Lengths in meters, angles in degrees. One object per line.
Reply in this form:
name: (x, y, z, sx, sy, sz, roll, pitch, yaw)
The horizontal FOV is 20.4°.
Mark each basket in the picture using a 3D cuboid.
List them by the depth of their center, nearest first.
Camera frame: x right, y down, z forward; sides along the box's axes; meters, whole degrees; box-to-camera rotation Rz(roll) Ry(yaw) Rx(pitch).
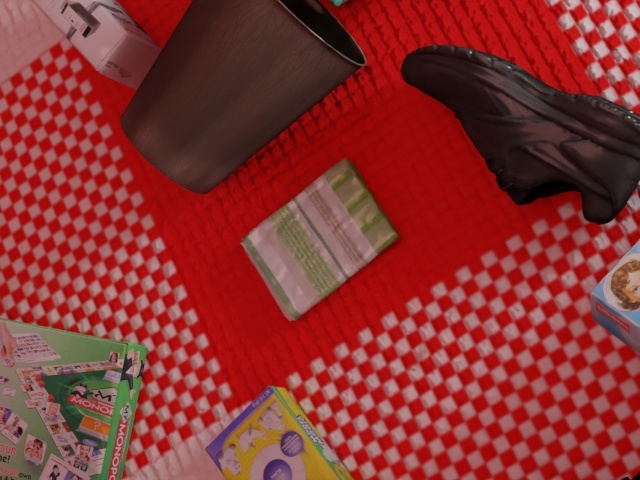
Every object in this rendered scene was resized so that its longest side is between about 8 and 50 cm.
basket: (-0.096, -0.174, 1.895, 0.227, 0.154, 0.204, -47, 70, 16)

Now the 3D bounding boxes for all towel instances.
towel: (0.000, 0.000, 1.888, 0.152, 0.023, 0.113, -38, 69, 14)

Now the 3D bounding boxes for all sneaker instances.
sneaker: (0.192, -0.109, 1.767, 0.286, 0.109, 0.130, 27, 100, 29)

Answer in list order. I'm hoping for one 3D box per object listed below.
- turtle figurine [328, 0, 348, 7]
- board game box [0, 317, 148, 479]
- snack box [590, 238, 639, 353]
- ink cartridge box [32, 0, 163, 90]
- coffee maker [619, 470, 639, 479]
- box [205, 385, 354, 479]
turtle figurine: (0.100, -0.331, 1.841, 0.234, 0.118, 0.175, -16, 66, 37)
board game box: (-0.358, 0.196, 2.014, 0.317, 0.046, 0.213, 9, 84, 27)
snack box: (0.415, 0.000, 1.589, 0.187, 0.060, 0.322, 37, 73, 26)
ink cartridge box: (-0.249, -0.241, 2.006, 0.056, 0.099, 0.135, -48, 66, 10)
coffee maker: (0.311, 0.313, 1.623, 0.178, 0.120, 0.171, 44, 101, 25)
box: (-0.030, 0.252, 1.845, 0.105, 0.043, 0.179, -45, 67, 13)
